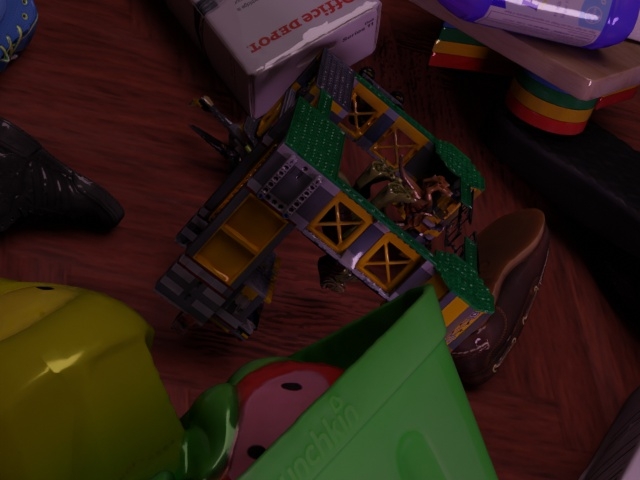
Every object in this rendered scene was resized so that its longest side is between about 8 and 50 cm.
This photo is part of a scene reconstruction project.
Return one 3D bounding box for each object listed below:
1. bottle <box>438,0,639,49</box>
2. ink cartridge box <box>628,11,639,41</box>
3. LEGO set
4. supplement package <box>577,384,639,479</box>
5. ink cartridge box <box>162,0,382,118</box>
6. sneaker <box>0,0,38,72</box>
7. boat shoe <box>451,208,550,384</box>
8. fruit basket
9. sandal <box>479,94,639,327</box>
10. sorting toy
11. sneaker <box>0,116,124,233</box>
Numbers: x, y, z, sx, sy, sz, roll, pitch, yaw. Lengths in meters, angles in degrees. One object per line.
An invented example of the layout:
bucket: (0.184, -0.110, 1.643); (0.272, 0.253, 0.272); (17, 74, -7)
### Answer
bottle: (0.167, -0.265, 1.221); (0.282, 0.092, 0.118); (11, 88, -13)
ink cartridge box: (0.295, -0.259, 1.348); (0.122, 0.052, 0.088); (15, 30, -9)
LEGO set: (0.000, 0.000, 1.059); (0.255, 0.192, 0.331); (35, 25, -20)
supplement package: (0.303, 0.203, 1.055); (0.139, 0.134, 0.244); (39, 43, 7)
ink cartridge box: (-0.060, -0.242, 1.243); (0.153, 0.087, 0.208); (-30, 68, -14)
sneaker: (-0.288, -0.173, 1.082); (0.126, 0.091, 0.240); (0, 51, -31)
boat shoe: (0.161, 0.048, 1.169); (0.207, 0.073, 0.073); (-49, 122, -44)
fruit basket: (-0.111, 0.140, 0.798); (0.392, 0.283, 0.392); (21, 54, -32)
sandal: (0.334, 0.008, 1.290); (0.167, 0.107, 0.446); (-12, 45, -41)
sorting toy: (0.231, -0.211, 1.378); (0.257, 0.089, 0.255); (36, 34, 27)
sneaker: (-0.241, -0.034, 1.009); (0.170, 0.051, 0.089); (40, 73, -33)
